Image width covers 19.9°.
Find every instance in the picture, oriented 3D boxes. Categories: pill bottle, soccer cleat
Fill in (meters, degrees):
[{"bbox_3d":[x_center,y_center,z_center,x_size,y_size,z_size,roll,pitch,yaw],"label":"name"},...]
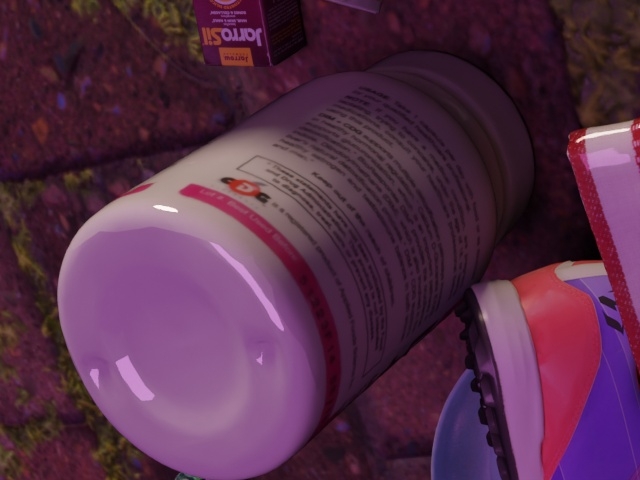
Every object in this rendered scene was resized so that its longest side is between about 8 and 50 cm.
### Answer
[{"bbox_3d":[0.000,0.000,1.019,0.160,0.283,0.160,16,122,28],"label":"pill bottle"},{"bbox_3d":[0.164,0.151,1.058,0.116,0.108,0.318,-15,120,0],"label":"soccer cleat"}]

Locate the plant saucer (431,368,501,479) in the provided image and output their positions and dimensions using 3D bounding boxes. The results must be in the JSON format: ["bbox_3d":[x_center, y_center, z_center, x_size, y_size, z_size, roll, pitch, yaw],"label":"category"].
[{"bbox_3d":[0.217,0.178,1.124,0.318,0.044,0.317,16,121,28],"label":"plant saucer"}]

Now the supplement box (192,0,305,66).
[{"bbox_3d":[-0.048,-0.153,1.130,0.055,0.043,0.083,3,116,31],"label":"supplement box"}]

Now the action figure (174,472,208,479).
[{"bbox_3d":[-0.098,0.254,1.376,0.137,0.063,0.232,31,124,22],"label":"action figure"}]

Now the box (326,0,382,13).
[{"bbox_3d":[-0.057,-0.210,1.035,0.203,0.103,0.114,21,98,30],"label":"box"}]

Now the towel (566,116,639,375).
[{"bbox_3d":[0.301,0.026,0.875,0.329,0.037,0.237,-10,110,29],"label":"towel"}]
